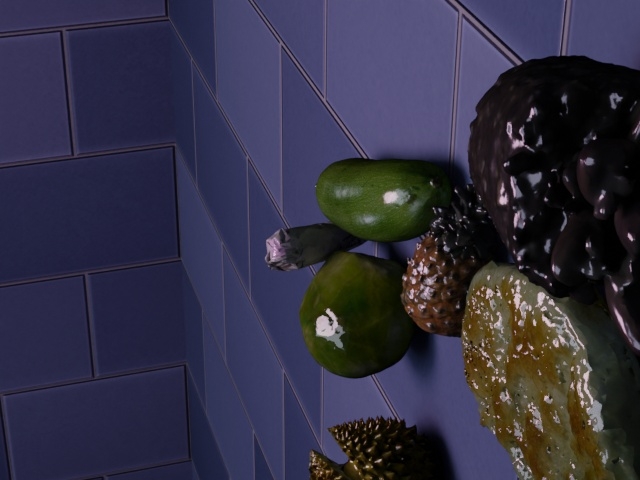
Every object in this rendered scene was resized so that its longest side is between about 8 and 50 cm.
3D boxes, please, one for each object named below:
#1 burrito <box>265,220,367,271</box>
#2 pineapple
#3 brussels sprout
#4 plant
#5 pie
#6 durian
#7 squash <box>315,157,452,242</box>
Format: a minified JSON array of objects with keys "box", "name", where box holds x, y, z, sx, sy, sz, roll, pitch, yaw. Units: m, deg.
[{"box":[0.001,0.000,1.906,0.064,0.203,0.064,12,109,39],"name":"burrito"},{"box":[0.153,0.010,1.516,0.108,0.108,0.197,-114,31,-45],"name":"pineapple"},{"box":[0.048,0.098,1.849,0.181,0.144,0.161,-140,59,-66],"name":"brussels sprout"},{"box":[0.228,-0.028,1.050,0.320,0.182,0.194,-123,28,-68],"name":"plant"},{"box":[0.231,0.175,1.345,0.296,0.078,0.371,109,148,-62],"name":"pie"},{"box":[0.097,0.327,1.845,0.237,0.138,0.193,14,-110,-60],"name":"durian"},{"box":[0.068,-0.053,1.773,0.395,0.107,0.107,-165,68,-73],"name":"squash"}]
